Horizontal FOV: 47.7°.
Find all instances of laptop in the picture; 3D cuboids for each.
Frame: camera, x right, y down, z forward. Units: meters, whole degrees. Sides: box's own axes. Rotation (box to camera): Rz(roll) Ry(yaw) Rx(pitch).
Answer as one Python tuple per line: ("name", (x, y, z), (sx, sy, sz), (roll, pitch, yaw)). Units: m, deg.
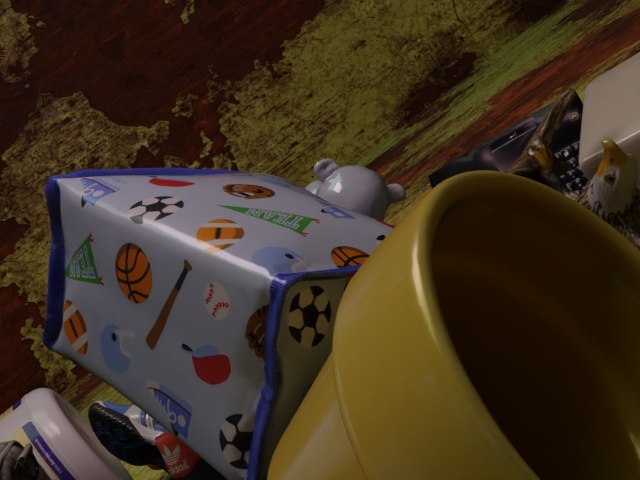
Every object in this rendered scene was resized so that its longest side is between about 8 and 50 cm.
("laptop", (0.239, -0.032, 0.889), (0.234, 0.264, 0.136), (-30, -24, 31))

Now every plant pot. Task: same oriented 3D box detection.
("plant pot", (0.092, 0.127, 0.446), (0.239, 0.254, 0.254), (-49, 0, 39))

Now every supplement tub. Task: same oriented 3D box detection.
("supplement tub", (-0.439, 0.392, 0.987), (0.331, 0.241, 0.241), (-40, 11, -17))

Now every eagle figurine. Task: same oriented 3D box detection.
("eagle figurine", (0.272, -0.002, 0.603), (0.225, 0.298, 0.226), (7, -72, -53))

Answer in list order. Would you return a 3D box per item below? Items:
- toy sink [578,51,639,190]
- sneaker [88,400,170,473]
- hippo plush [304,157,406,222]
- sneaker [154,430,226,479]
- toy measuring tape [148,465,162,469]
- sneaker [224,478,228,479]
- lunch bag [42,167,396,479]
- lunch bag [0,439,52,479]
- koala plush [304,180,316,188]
("toy sink", (0.391, -0.121, 0.801), (0.153, 0.131, 0.234), (-30, 17, 33))
("sneaker", (-0.235, 0.276, 1.039), (0.081, 0.211, 0.080), (-54, -23, -54))
("hippo plush", (0.000, 0.000, 1.062), (0.294, 0.234, 0.236), (159, 120, -65))
("sneaker", (-0.092, 0.195, 0.959), (0.131, 0.148, 0.350), (-31, 11, 29))
("toy measuring tape", (-0.182, 0.235, 1.179), (0.121, 0.121, 0.330), (-27, 14, 43))
("sneaker", (-0.081, 0.289, 0.666), (0.145, 0.090, 0.270), (-29, 10, 48))
("lunch bag", (-0.033, 0.057, 0.756), (0.328, 0.239, 0.385), (23, 23, 34))
("lunch bag", (-0.371, 0.361, 0.694), (0.305, 0.256, 0.212), (-25, 5, -4))
("koala plush", (0.030, 0.038, 1.284), (0.196, 0.203, 0.221), (-47, 32, -6))
